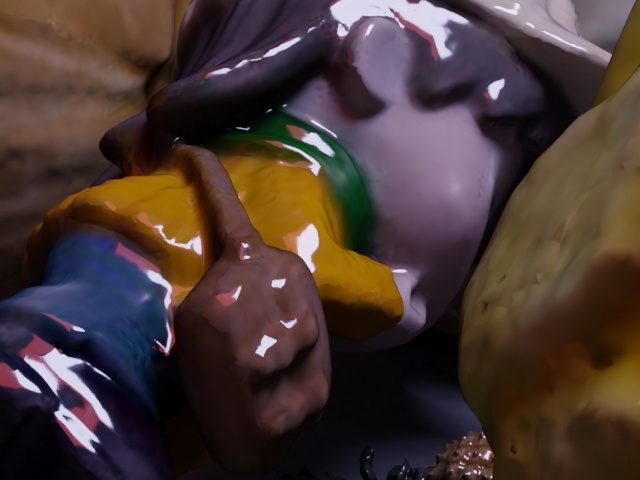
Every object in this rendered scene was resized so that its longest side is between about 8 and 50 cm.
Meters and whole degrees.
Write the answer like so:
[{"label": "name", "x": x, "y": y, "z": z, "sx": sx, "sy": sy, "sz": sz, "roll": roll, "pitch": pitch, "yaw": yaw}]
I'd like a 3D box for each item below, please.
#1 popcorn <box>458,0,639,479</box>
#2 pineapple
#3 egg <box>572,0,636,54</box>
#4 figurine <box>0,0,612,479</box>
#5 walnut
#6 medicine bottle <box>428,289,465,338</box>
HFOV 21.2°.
[{"label": "popcorn", "x": 0.207, "y": 0.059, "z": 0.425, "sx": 0.292, "sy": 0.334, "sz": 0.293, "roll": -47, "pitch": 38, "yaw": -5}, {"label": "pineapple", "x": 0.038, "y": 0.107, "z": 0.676, "sx": 0.124, "sy": 0.058, "sz": 0.058, "roll": -12, "pitch": 28, "yaw": 4}, {"label": "egg", "x": 0.228, "y": -0.207, "z": 1.017, "sx": 0.345, "sy": 0.283, "sz": 0.283, "roll": -10, "pitch": 29, "yaw": -36}, {"label": "figurine", "x": -0.024, "y": -0.019, "z": 0.639, "sx": 0.332, "sy": 0.185, "sz": 0.204, "roll": -25, "pitch": 77, "yaw": -38}, {"label": "walnut", "x": -0.205, "y": -0.103, "z": 0.804, "sx": 0.313, "sy": 0.277, "sz": 0.252, "roll": 12, "pitch": 28, "yaw": 23}, {"label": "medicine bottle", "x": 0.127, "y": 0.021, "z": 0.780, "sx": 0.426, "sy": 0.108, "sz": 0.108, "roll": 17, "pitch": 32, "yaw": 30}]
